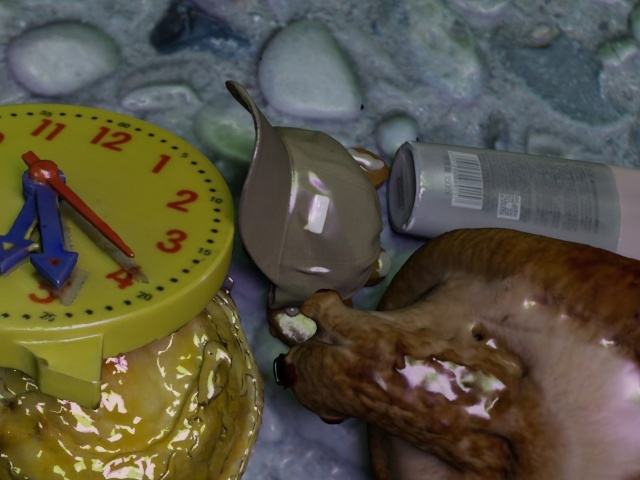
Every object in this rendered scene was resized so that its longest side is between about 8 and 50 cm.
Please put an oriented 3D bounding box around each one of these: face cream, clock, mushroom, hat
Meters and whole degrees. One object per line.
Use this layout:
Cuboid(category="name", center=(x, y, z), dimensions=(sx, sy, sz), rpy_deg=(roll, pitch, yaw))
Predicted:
Cuboid(category="face cream", center=(0.201, -0.033, 0.937), dimensions=(0.269, 0.073, 0.107), rpy_deg=(6, 72, -18))
Cuboid(category="clock", center=(-0.201, -0.023, 0.711), dimensions=(0.277, 0.071, 0.293), rpy_deg=(13, 35, 3))
Cuboid(category="mushroom", center=(0.143, 0.148, 0.727), dimensions=(0.260, 0.345, 0.345), rpy_deg=(6, 65, -45))
Cuboid(category="hat", center=(-0.005, -0.046, 0.785), dimensions=(0.144, 0.173, 0.166), rpy_deg=(-1, 69, -10))

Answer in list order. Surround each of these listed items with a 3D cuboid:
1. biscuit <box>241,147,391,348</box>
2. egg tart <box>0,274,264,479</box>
Cuboid(category="biscuit", center=(0.000, 0.000, 0.877), dimensions=(0.138, 0.031, 0.205), rpy_deg=(16, 66, -14))
Cuboid(category="egg tart", center=(-0.159, 0.101, 0.735), dimensions=(0.291, 0.107, 0.290), rpy_deg=(7, 68, -18))
